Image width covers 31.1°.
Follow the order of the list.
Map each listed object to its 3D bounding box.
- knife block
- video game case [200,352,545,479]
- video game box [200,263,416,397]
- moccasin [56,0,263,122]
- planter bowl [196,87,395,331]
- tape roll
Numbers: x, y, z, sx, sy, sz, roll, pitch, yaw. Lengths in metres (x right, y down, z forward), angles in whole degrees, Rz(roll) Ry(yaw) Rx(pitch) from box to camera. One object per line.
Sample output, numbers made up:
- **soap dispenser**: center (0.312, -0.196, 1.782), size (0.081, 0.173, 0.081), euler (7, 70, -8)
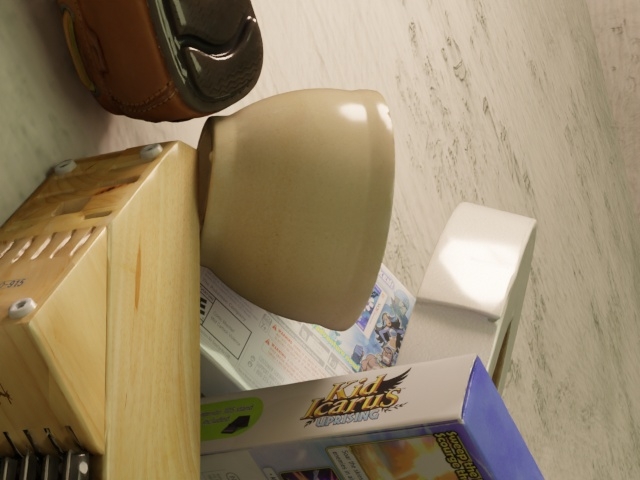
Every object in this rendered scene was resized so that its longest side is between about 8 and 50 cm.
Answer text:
- **knife block**: center (-0.121, 0.106, 0.668), size (0.276, 0.088, 0.242), euler (-63, 139, -52)
- **video game case**: center (0.041, 0.205, 0.768), size (0.270, 0.244, 0.061), euler (60, 34, -29)
- **video game box**: center (-0.021, 0.058, 0.860), size (0.205, 0.048, 0.187), euler (47, 48, -24)
- **moccasin**: center (-0.138, -0.259, 0.699), size (0.139, 0.147, 0.380), euler (-42, 126, -45)
- **planter bowl**: center (-0.028, -0.026, 0.752), size (0.162, 0.109, 0.162), euler (-173, -90, -75)
- **tape roll**: center (0.110, 0.160, 1.005), size (0.392, 0.072, 0.392), euler (14, 90, -77)
